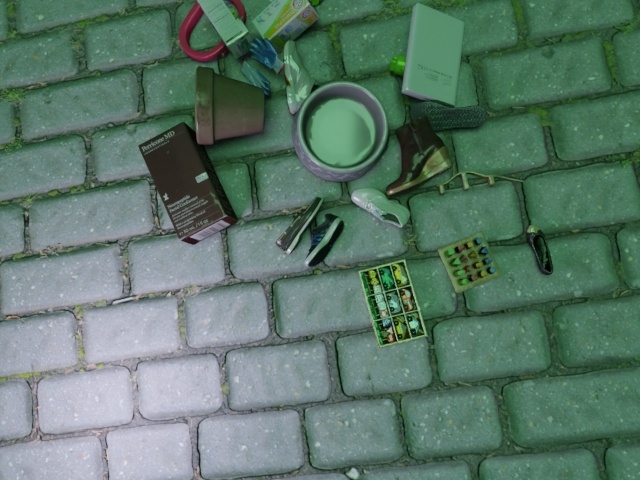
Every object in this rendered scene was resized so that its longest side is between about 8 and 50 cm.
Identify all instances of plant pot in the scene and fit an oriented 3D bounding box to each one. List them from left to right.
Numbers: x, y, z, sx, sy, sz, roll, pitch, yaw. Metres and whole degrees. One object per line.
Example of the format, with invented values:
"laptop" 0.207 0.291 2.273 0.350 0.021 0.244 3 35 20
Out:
"plant pot" -0.312 -0.460 1.573 0.229 0.263 0.263 1 83 -10

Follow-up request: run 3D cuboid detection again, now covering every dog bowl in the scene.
"dog bowl" 0.074 -0.379 1.548 0.349 0.102 0.349 0 91 -2

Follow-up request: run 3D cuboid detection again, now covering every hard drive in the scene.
"hard drive" 0.391 -0.632 1.559 0.203 0.040 0.307 10 84 -21

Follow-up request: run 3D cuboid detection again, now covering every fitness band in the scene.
"fitness band" -0.406 -0.810 1.710 0.209 0.054 0.291 32 87 12

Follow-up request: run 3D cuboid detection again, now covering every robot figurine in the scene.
"robot figurine" 0.303 -0.611 1.594 0.115 0.067 0.101 20 55 9

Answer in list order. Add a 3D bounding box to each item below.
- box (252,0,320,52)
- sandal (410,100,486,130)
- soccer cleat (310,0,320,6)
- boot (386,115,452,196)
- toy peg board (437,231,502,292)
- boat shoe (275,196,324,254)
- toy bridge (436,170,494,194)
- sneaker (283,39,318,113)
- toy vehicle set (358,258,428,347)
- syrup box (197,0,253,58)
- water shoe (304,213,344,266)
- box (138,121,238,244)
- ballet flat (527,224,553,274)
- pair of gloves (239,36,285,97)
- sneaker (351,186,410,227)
"box" -0.121 -0.792 1.616 0.203 0.114 0.103 -35 81 17
"sandal" 0.436 -0.425 1.564 0.254 0.054 0.097 8 108 10
"soccer cleat" -0.013 -0.923 1.678 0.179 0.060 0.072 -32 58 5
"boot" 0.300 -0.284 1.545 0.248 0.090 0.207 -28 78 9
"toy peg board" 0.496 0.070 1.487 0.160 0.079 0.161 -22 82 4
"boat shoe" -0.071 -0.062 1.566 0.068 0.081 0.228 34 91 5
"toy bridge" 0.491 -0.203 1.546 0.188 0.026 0.063 -9 80 6
"sneaker" -0.070 -0.588 1.630 0.121 0.099 0.262 -6 90 -2
"toy vehicle set" 0.241 0.211 1.521 0.166 0.035 0.267 -16 82 5
"syrup box" -0.338 -0.782 1.620 0.096 0.093 0.237 -34 79 3
"water shoe" 0.000 0.000 1.567 0.080 0.073 0.203 34 84 31
"box" -0.464 -0.200 1.601 0.191 0.143 0.381 -28 79 3
"ballet flat" 0.725 0.028 1.480 0.057 0.049 0.173 -17 82 3
"pair of gloves" -0.216 -0.615 1.622 0.159 0.023 0.198 47 126 9
"sneaker" 0.196 -0.109 1.525 0.212 0.094 0.080 25 127 9
